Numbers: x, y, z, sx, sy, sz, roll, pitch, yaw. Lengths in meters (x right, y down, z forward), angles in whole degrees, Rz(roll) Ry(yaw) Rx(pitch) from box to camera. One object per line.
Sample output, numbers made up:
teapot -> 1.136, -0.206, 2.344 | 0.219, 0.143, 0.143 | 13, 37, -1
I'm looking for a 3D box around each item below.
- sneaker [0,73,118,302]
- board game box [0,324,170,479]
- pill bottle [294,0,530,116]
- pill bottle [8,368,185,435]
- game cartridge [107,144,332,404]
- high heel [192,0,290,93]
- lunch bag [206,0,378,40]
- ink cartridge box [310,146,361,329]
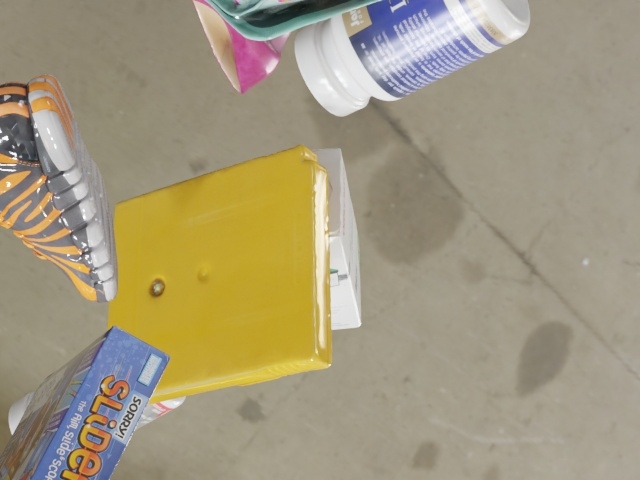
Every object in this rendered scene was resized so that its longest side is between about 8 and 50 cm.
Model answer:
sneaker -> -0.334, -0.041, 1.297 | 0.180, 0.124, 0.321 | -13, 134, -1
board game box -> -0.150, 0.128, 0.631 | 0.035, 0.201, 0.136 | 30, 67, -13
pill bottle -> 0.108, -0.263, 1.447 | 0.264, 0.153, 0.153 | -26, 134, 27
pill bottle -> -0.394, 0.281, 2.083 | 0.283, 0.161, 0.161 | -30, 131, 12
game cartridge -> -0.130, 0.049, 1.474 | 0.052, 0.323, 0.285 | 32, 51, -52
high heel -> -0.193, -0.355, 1.913 | 0.377, 0.127, 0.181 | 19, 111, -45
lunch bag -> 0.017, -0.263, 0.922 | 0.223, 0.262, 0.160 | -22, 90, -17
ink cartridge box -> 0.000, 0.000, 1.655 | 0.092, 0.160, 0.219 | -5, 141, 7
